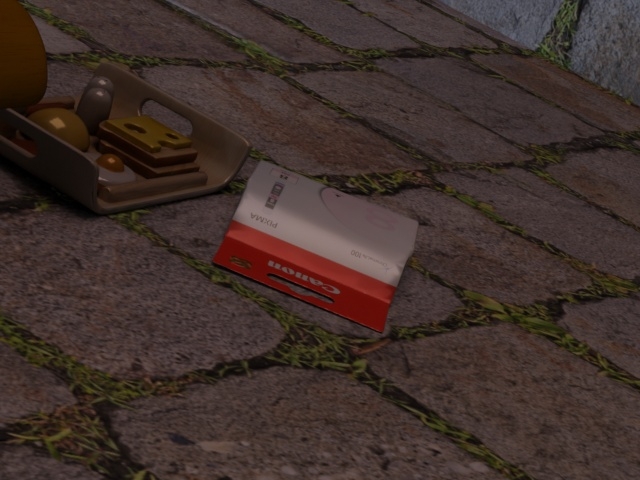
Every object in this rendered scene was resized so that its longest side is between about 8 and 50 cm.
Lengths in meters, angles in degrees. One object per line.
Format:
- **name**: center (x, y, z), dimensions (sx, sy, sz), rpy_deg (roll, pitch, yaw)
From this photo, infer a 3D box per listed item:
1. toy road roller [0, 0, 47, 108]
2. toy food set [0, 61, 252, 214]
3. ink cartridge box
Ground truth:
- **toy road roller**: center (-0.376, -0.223, 1.654), dimensions (0.240, 0.330, 0.202), rpy_deg (6, 10, 26)
- **toy food set**: center (-0.233, -0.127, 1.907), dimensions (0.219, 0.092, 0.306), rpy_deg (30, 20, 22)
- **ink cartridge box**: center (0.000, 0.000, 1.880), dimensions (0.189, 0.066, 0.232), rpy_deg (22, 14, 0)
